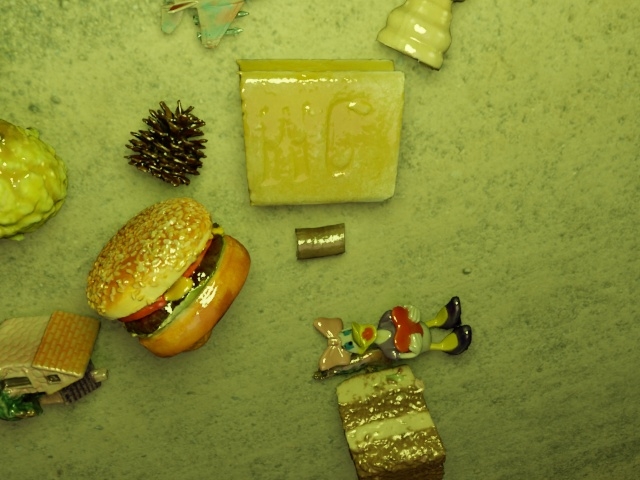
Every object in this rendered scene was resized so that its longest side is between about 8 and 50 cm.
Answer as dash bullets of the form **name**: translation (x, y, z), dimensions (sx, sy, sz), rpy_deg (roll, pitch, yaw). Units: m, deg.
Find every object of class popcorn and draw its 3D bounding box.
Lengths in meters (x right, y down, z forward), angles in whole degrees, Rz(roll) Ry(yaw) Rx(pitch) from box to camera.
- **popcorn**: translation (-0.640, -0.124, 1.091), dimensions (0.282, 0.282, 0.247), rpy_deg (12, 108, -15)

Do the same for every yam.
- **yam**: translation (0.000, 0.003, 1.360), dimensions (0.127, 0.084, 0.084), rpy_deg (-5, 123, -1)

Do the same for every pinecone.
- **pinecone**: translation (-0.307, -0.207, 1.147), dimensions (0.163, 0.163, 0.165), rpy_deg (24, 98, -20)

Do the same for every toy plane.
- **toy plane**: translation (-0.151, -0.480, 1.021), dimensions (0.326, 0.104, 0.223), rpy_deg (-12, 124, -4)

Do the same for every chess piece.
- **chess piece**: translation (0.227, -0.472, 1.064), dimensions (0.142, 0.143, 0.261), rpy_deg (20, 111, -19)

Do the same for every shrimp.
- **shrimp**: translation (0.100, 0.383, 1.630), dimensions (0.251, 0.052, 0.144), rpy_deg (-9, 128, -2)

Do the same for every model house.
- **model house**: translation (-0.677, 0.327, 1.405), dimensions (0.237, 0.202, 0.237), rpy_deg (-7, 123, -2)

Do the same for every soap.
- **soap**: translation (-0.005, -0.226, 1.172), dimensions (0.335, 0.156, 0.294), rpy_deg (-2, 118, -7)

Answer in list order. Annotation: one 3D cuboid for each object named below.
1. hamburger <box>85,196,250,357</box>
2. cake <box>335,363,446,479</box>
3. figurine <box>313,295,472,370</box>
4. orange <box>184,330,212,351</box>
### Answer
- **hamburger**: translation (-0.335, 0.067, 1.216), dimensions (0.330, 0.330, 0.250), rpy_deg (-39, 117, 17)
- **cake**: translation (0.195, 0.549, 1.592), dimensions (0.255, 0.290, 0.282), rpy_deg (-12, 137, -1)
- **figurine**: translation (0.200, 0.255, 1.512), dimensions (0.420, 0.154, 0.193), rpy_deg (-1, 157, -16)
- **orange**: translation (-0.346, 0.227, 1.435), dimensions (0.135, 0.117, 0.136), rpy_deg (-1, 117, -2)
